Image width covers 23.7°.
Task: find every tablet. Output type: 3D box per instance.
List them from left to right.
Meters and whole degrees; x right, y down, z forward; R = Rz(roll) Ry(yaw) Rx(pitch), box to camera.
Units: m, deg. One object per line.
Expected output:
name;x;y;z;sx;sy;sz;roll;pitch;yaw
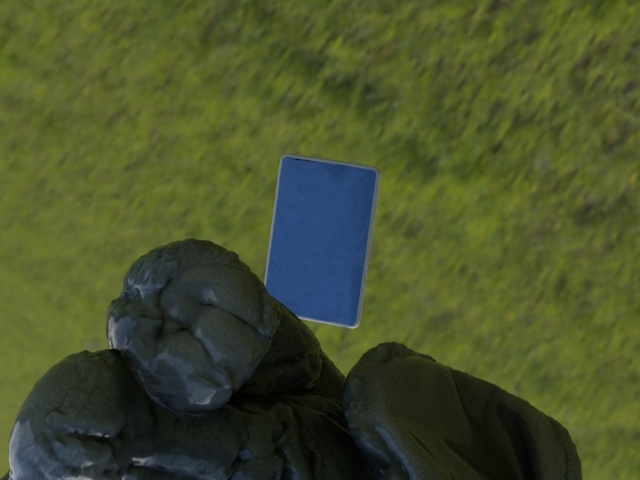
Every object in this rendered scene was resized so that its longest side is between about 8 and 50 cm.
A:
tablet;0.000;0.000;0.779;0.054;0.083;0.006;10;-173;18

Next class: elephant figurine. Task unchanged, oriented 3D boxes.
elephant figurine;0.017;0.117;0.502;0.239;0.186;0.169;27;146;6
